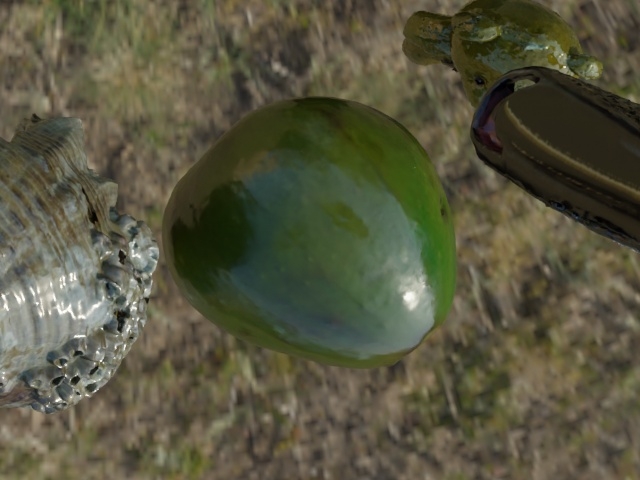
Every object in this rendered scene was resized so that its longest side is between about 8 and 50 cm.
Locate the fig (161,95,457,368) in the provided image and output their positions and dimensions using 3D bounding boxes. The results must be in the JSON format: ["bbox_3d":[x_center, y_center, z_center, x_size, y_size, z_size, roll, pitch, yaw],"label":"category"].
[{"bbox_3d":[0.000,0.000,1.278,0.191,0.181,0.181,45,112,10],"label":"fig"}]

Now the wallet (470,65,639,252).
[{"bbox_3d":[0.214,0.009,0.859,0.221,0.262,0.071,24,100,-34],"label":"wallet"}]

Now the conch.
[{"bbox_3d":[-0.185,0.020,1.146,0.163,0.245,0.178,-3,101,19],"label":"conch"}]

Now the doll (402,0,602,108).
[{"bbox_3d":[0.135,-0.145,1.583,0.137,0.209,0.097,12,90,-15],"label":"doll"}]
